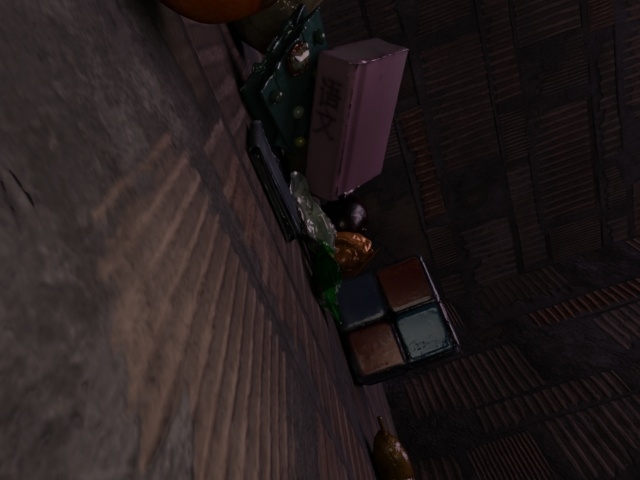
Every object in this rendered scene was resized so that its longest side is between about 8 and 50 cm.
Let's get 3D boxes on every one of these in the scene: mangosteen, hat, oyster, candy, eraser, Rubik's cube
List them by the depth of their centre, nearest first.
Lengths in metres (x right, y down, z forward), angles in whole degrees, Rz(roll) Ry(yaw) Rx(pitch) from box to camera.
[{"bbox_3d":[0.019,0.104,1.163,0.203,0.078,0.141,84,4,-46],"label":"candy"},{"bbox_3d":[-0.022,-0.048,1.215,0.252,0.087,0.200,51,28,-58],"label":"oyster"},{"bbox_3d":[0.085,-0.312,1.230,0.272,0.122,0.360,-37,146,-44],"label":"eraser"},{"bbox_3d":[0.222,0.259,1.494,0.316,0.313,0.319,61,10,-72],"label":"Rubik's cube"},{"bbox_3d":[0.051,0.037,1.694,0.233,0.233,0.244,45,-12,7],"label":"hat"},{"bbox_3d":[0.058,-0.084,1.891,0.261,0.236,0.235,28,-8,14],"label":"mangosteen"}]

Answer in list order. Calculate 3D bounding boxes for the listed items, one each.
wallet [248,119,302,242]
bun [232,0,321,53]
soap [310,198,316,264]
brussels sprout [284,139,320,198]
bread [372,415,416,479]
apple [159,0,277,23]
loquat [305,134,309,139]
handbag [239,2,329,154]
[{"bbox_3d":[-0.092,-0.117,0.955,0.167,0.036,0.222,-102,171,-58],"label":"wallet"},{"bbox_3d":[-0.124,-0.711,1.327,0.219,0.365,0.365,33,24,-28],"label":"bun"},{"bbox_3d":[-0.008,-0.008,1.389,0.122,0.065,0.203,63,10,-65],"label":"soap"},{"bbox_3d":[0.016,-0.269,1.518,0.295,0.259,0.227,-61,178,-23],"label":"brussels sprout"},{"bbox_3d":[0.185,0.580,1.132,0.344,0.083,0.124,70,-19,-4],"label":"bread"},{"bbox_3d":[-0.107,-0.339,0.470,0.230,0.229,0.230,-19,90,-86],"label":"apple"},{"bbox_3d":[-0.084,-0.395,1.361,0.179,0.179,0.228,-71,147,-84],"label":"loquat"},{"bbox_3d":[-0.054,-0.367,1.143,0.100,0.269,0.274,26,-17,18],"label":"handbag"}]
